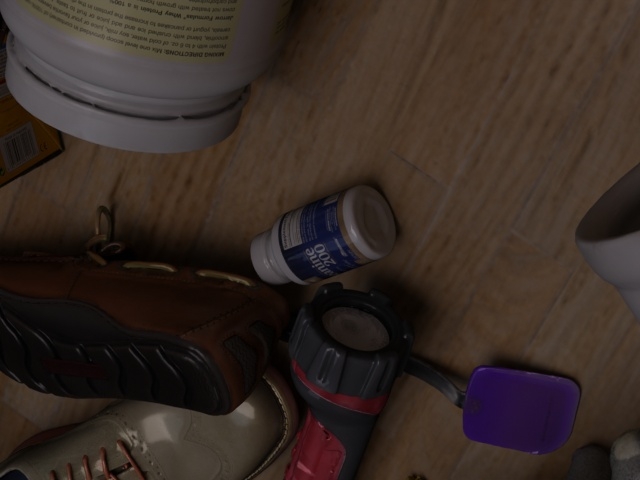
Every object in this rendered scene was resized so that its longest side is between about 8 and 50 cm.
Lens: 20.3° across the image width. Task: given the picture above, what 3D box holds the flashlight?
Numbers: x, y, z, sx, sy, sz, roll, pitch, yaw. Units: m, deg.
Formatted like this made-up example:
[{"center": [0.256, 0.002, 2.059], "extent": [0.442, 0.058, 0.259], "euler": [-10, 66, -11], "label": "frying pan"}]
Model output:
[{"center": [-0.006, 0.179, 1.574], "extent": [0.103, 0.103, 0.304], "euler": [27, 127, 9], "label": "flashlight"}]

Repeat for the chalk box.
[{"center": [-0.372, -0.119, 1.664], "extent": [0.213, 0.132, 0.132], "euler": [-1, 111, 28], "label": "chalk box"}]

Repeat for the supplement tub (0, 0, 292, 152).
[{"center": [-0.125, -0.256, 1.401], "extent": [0.235, 0.235, 0.324], "euler": [26, 121, 17], "label": "supplement tub"}]

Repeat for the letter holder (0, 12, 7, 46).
[{"center": [-0.409, -0.295, 1.583], "extent": [0.302, 0.152, 0.214], "euler": [5, 77, 38], "label": "letter holder"}]

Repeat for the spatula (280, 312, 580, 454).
[{"center": [0.080, 0.116, 1.573], "extent": [0.296, 0.030, 0.084], "euler": [19, 122, 21], "label": "spatula"}]

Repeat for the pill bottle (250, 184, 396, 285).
[{"center": [0.000, 0.000, 1.545], "extent": [0.120, 0.067, 0.067], "euler": [-21, 100, 34], "label": "pill bottle"}]

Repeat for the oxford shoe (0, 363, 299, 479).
[{"center": [-0.189, 0.224, 1.700], "extent": [0.397, 0.146, 0.140], "euler": [-29, 92, 34], "label": "oxford shoe"}]

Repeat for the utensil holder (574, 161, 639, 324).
[{"center": [0.411, 0.069, 1.195], "extent": [0.328, 0.327, 0.385], "euler": [-30, 97, 35], "label": "utensil holder"}]

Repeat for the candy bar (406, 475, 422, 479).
[{"center": [0.053, 0.272, 1.664], "extent": [0.040, 0.018, 0.161], "euler": [45, 125, 5], "label": "candy bar"}]

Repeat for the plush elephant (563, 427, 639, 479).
[{"center": [0.203, 0.284, 1.461], "extent": [0.272, 0.255, 0.330], "euler": [35, 100, -28], "label": "plush elephant"}]

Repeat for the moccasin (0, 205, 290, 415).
[{"center": [-0.197, 0.059, 1.645], "extent": [0.380, 0.147, 0.139], "euler": [1, 127, 39], "label": "moccasin"}]
